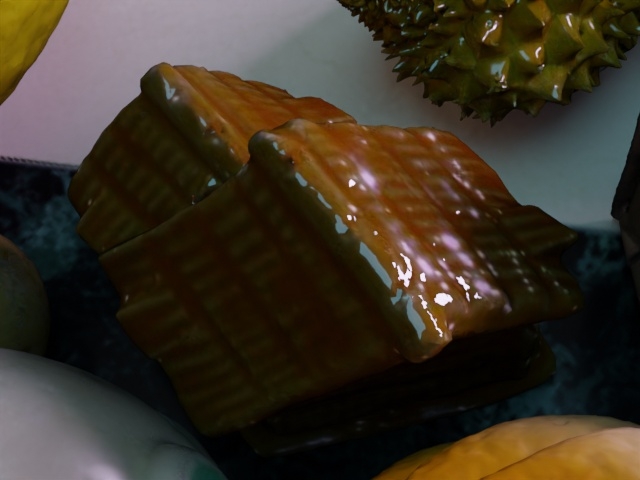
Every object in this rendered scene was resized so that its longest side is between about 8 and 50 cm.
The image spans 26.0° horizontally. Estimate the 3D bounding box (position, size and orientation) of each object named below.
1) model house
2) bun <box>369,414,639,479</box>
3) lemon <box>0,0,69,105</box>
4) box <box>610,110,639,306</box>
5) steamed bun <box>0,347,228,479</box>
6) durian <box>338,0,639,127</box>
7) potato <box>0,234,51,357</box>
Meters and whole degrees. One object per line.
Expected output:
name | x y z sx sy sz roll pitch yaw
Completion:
model house | 0.000 0.001 0.695 0.219 0.229 0.199 -24 72 -7
bun | 0.049 0.183 0.540 0.165 0.299 0.299 46 72 -22
lemon | -0.291 -0.181 0.748 0.364 0.364 0.364 -2 65 4
box | 0.317 0.000 0.667 0.297 0.225 0.190 -12 67 0
steamed bun | -0.123 0.129 0.656 0.228 0.177 0.131 28 89 -12
durian | 0.141 -0.165 0.806 0.249 0.183 0.138 -42 92 -2
potato | -0.237 0.047 0.748 0.175 0.137 0.137 11 65 -14
